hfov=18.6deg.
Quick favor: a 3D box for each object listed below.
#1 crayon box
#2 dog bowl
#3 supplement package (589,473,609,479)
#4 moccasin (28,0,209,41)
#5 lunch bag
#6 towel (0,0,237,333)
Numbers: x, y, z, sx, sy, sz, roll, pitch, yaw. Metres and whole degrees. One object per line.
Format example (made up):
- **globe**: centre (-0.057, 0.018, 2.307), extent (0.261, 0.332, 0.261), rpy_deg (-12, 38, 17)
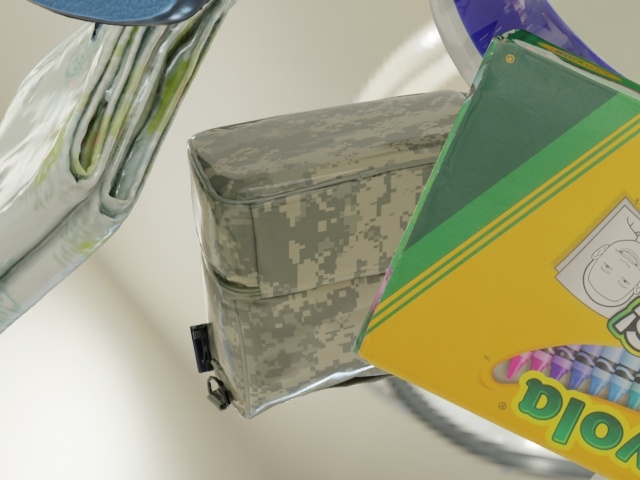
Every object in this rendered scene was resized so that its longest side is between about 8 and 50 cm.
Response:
- **crayon box**: centre (0.176, 0.034, 0.908), extent (0.278, 0.165, 0.081), rpy_deg (25, 14, 6)
- **dog bowl**: centre (0.217, -0.183, 1.508), extent (0.265, 0.264, 0.104), rpy_deg (17, -38, -27)
- **supplement package**: centre (0.317, 0.323, 1.770), extent (0.194, 0.149, 0.203), rpy_deg (42, -1, 31)
- **moccasin**: centre (-0.184, -0.229, 1.281), extent (0.342, 0.137, 0.117), rpy_deg (31, 9, 31)
- **lunch bag**: centre (0.030, 0.020, 1.799), extent (0.305, 0.256, 0.212), rpy_deg (-11, 22, -11)
- **towel**: centre (-0.227, -0.077, 1.713), extent (0.090, 0.320, 0.374), rpy_deg (35, -39, -15)
